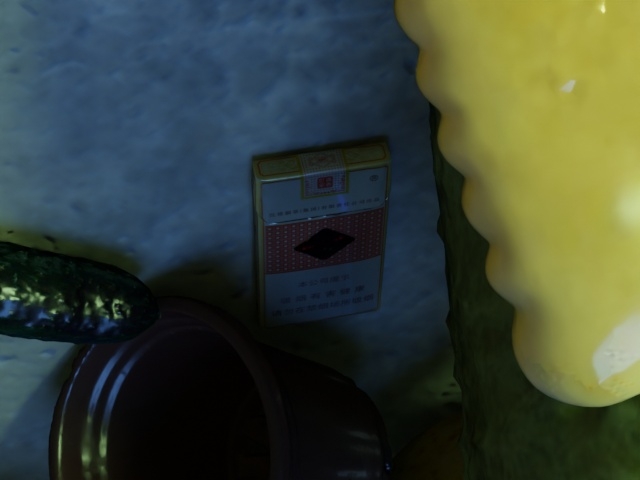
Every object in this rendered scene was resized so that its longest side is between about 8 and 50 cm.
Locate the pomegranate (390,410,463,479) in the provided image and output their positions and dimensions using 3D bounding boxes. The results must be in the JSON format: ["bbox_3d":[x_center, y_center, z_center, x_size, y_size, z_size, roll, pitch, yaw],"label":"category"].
[{"bbox_3d":[0.114,0.163,0.659,0.248,0.248,0.248,-10,142,-8],"label":"pomegranate"}]

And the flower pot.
[{"bbox_3d":[-0.027,0.076,0.604,0.111,0.111,0.089,-41,151,29],"label":"flower pot"}]

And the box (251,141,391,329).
[{"bbox_3d":[0.000,0.000,0.578,0.046,0.012,0.083,-8,143,-8],"label":"box"}]

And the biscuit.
[{"bbox_3d":[0.079,-0.099,0.344,0.160,0.030,0.250,-19,101,2],"label":"biscuit"}]

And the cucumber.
[{"bbox_3d":[-0.111,0.013,0.541,0.133,0.032,0.032,11,135,-33],"label":"cucumber"}]

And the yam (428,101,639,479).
[{"bbox_3d":[0.133,0.058,0.466,0.195,0.300,0.195,-4,172,-1],"label":"yam"}]
